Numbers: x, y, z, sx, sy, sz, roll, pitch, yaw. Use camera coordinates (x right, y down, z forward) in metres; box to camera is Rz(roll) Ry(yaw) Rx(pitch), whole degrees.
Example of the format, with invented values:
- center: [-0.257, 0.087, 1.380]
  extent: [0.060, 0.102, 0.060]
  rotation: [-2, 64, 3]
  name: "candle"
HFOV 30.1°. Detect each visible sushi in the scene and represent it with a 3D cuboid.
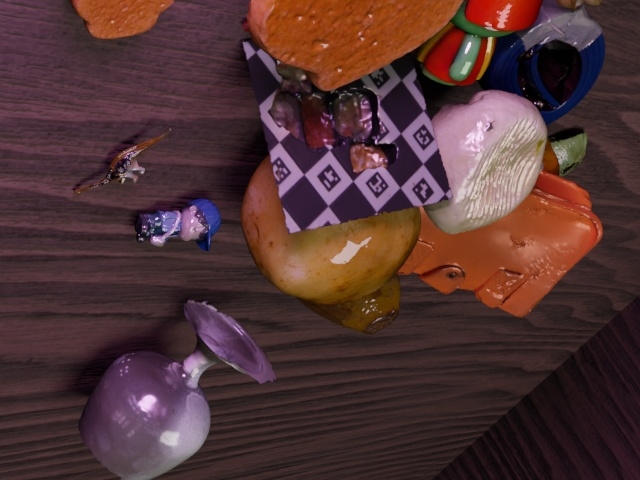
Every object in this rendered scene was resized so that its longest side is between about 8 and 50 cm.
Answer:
- center: [0.031, -0.170, 1.734]
  extent: [0.292, 0.294, 0.059]
  rotation: [-15, -179, -30]
  name: "sushi"

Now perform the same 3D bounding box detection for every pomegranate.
- center: [0.016, -0.033, 1.902]
  extent: [0.307, 0.307, 0.307]
  rotation: [-26, 154, -14]
  name: "pomegranate"

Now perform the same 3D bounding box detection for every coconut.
- center: [0.490, -0.169, 2.448]
  extent: [0.158, 0.055, 0.133]
  rotation: [-38, 156, 7]
  name: "coconut"

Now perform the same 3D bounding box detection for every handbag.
- center: [0.292, -0.023, 2.220]
  extent: [0.410, 0.116, 0.303]
  rotation: [20, 127, -24]
  name: "handbag"

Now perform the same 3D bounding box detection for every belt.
- center: [0.355, -0.310, 1.973]
  extent: [0.212, 0.117, 0.347]
  rotation: [-34, 155, 8]
  name: "belt"

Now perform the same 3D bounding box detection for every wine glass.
- center: [-0.273, 0.281, 2.169]
  extent: [0.323, 0.238, 0.238]
  rotation: [-45, 152, 14]
  name: "wine glass"

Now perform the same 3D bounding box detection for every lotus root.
- center: [0.063, 0.109, 2.312]
  extent: [0.188, 0.180, 0.199]
  rotation: [-17, 150, -37]
  name: "lotus root"

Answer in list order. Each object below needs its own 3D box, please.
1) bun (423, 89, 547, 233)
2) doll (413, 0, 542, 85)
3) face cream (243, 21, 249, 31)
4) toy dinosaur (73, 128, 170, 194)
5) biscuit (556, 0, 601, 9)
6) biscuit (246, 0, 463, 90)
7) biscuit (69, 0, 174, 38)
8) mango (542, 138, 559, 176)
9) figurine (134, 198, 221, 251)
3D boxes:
- center: [0.243, -0.131, 1.910]
  extent: [0.259, 0.160, 0.259]
  rotation: [-32, 141, -30]
  name: "bun"
- center: [0.243, -0.376, 1.661]
  extent: [0.160, 0.182, 0.363]
  rotation: [13, 137, -5]
  name: "doll"
- center: [-0.069, -0.292, 1.629]
  extent: [0.083, 0.021, 0.040]
  rotation: [-8, 142, -40]
  name: "face cream"
- center: [-0.272, -0.110, 1.702]
  extent: [0.180, 0.037, 0.058]
  rotation: [-40, 158, 16]
  name: "toy dinosaur"
- center: [0.388, -0.447, 1.668]
  extent: [0.259, 0.079, 0.259]
  rotation: [14, 90, -77]
  name: "biscuit"
- center: [0.083, -0.364, 1.438]
  extent: [0.350, 0.078, 0.455]
  rotation: [-10, 144, -34]
  name: "biscuit"
- center: [-0.206, -0.362, 1.325]
  extent: [0.202, 0.047, 0.334]
  rotation: [-16, 148, -29]
  name: "biscuit"
- center: [0.355, -0.087, 2.345]
  extent: [0.187, 0.138, 0.257]
  rotation: [-5, 138, -25]
  name: "mango"
- center: [-0.225, -0.029, 1.882]
  extent: [0.136, 0.079, 0.077]
  rotation: [6, 144, -19]
  name: "figurine"
